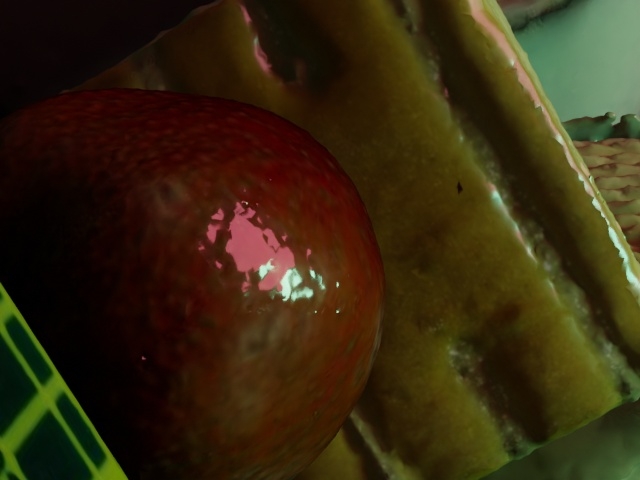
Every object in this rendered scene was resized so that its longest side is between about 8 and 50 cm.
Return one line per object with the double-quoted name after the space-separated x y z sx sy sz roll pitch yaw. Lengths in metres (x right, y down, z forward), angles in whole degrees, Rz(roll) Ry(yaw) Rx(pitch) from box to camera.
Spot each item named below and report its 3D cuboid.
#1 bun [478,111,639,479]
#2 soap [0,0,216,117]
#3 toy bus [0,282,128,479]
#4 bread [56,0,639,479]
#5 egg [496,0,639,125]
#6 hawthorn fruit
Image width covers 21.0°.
0.159 0.083 0.978 0.364 0.364 0.202 -96 178 -61 "bun"
-0.077 -0.191 0.745 0.296 0.285 0.107 49 18 -47 "soap"
-0.136 0.033 0.358 0.262 0.128 0.150 58 12 -9 "toy bus"
0.000 0.000 0.749 0.246 0.239 0.111 61 6 -9 "bread"
0.110 -0.162 1.342 0.340 0.354 0.354 69 1 -53 "egg"
-0.051 0.022 0.612 0.188 0.169 0.169 -11 70 -47 "hawthorn fruit"
